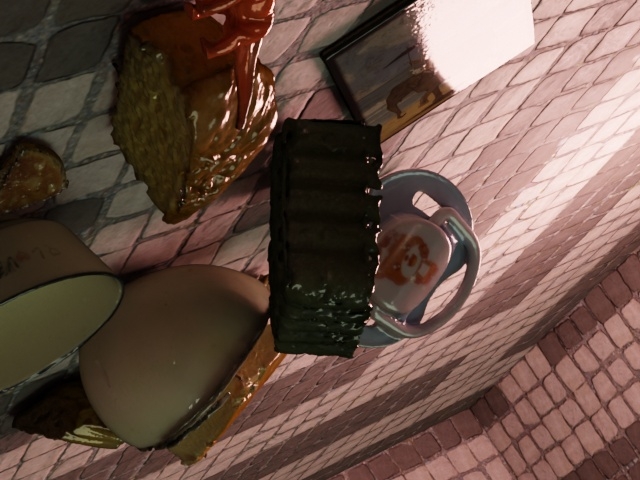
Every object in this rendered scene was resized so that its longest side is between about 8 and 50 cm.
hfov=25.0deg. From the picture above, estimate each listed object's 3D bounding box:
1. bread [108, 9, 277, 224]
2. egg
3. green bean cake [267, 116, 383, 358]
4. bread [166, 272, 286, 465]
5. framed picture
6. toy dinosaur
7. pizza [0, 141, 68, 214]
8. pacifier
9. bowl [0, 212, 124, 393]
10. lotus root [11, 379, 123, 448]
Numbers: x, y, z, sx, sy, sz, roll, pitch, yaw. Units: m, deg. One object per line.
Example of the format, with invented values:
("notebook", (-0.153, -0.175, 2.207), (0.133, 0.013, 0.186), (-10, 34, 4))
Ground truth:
("bread", (-0.117, -0.131, 1.371), (0.139, 0.143, 0.229), (-37, 170, -25))
("egg", (-0.200, 0.116, 1.844), (0.264, 0.174, 0.286), (-33, -161, 34))
("green bean cake", (0.000, 0.000, 1.732), (0.132, 0.241, 0.255), (2, 159, -6))
("bread", (-0.128, 0.180, 2.097), (0.246, 0.111, 0.239), (-50, -178, 41))
("framed picture", (0.140, -0.232, 1.738), (0.265, 0.016, 0.347), (-33, 163, 1))
("toy dinosaur", (-0.066, -0.220, 1.197), (0.101, 0.055, 0.279), (-21, 137, -28))
("pizza", (-0.290, -0.069, 1.406), (0.100, 0.029, 0.099), (-27, 154, -28))
("pacifier", (0.101, 0.025, 2.132), (0.227, 0.207, 0.279), (39, 86, -28))
("bowl", (-0.333, 0.056, 1.494), (0.238, 0.126, 0.238), (-29, 163, -10))
("lotus root", (-0.353, 0.244, 2.061), (0.159, 0.095, 0.135), (4, 174, 27))
